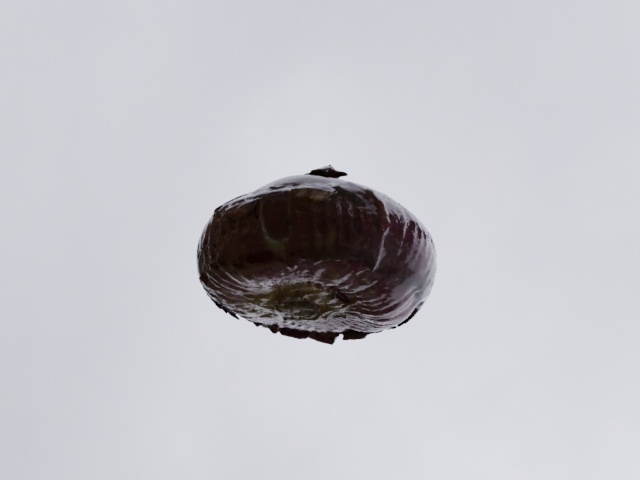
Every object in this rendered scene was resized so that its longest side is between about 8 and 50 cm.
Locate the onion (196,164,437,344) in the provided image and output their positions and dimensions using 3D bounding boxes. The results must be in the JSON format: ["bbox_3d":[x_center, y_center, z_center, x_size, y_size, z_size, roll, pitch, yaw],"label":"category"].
[{"bbox_3d":[0.000,0.000,1.494,0.230,0.230,0.163,-12,-126,40],"label":"onion"}]
